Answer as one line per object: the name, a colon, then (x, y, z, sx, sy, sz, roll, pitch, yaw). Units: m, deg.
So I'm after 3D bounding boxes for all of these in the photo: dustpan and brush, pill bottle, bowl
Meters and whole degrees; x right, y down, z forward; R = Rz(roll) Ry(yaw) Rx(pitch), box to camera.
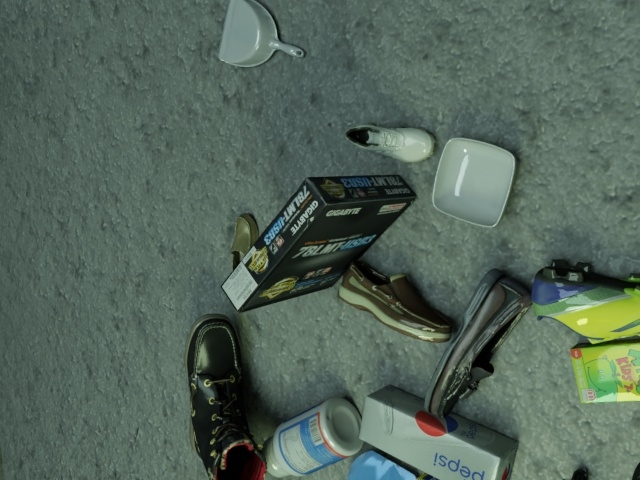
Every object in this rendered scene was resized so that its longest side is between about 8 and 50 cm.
dustpan and brush: (-0.122, -0.428, 1.522, 0.211, 0.060, 0.147, 32, 116, 37)
pill bottle: (-0.023, 0.426, 1.510, 0.221, 0.124, 0.124, -35, 75, 36)
bowl: (0.277, -0.105, 1.254, 0.142, 0.053, 0.142, 23, 110, 33)

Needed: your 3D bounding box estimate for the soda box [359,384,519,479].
soda box: (0.216, 0.375, 1.340, 0.286, 0.091, 0.098, 19, 107, 34)

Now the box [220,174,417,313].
box: (0.000, 0.000, 1.327, 0.293, 0.295, 0.073, -47, 68, 31)

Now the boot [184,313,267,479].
boot: (-0.211, 0.380, 1.565, 0.284, 0.138, 0.378, -139, 52, -61)

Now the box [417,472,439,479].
box: (0.219, 0.537, 1.380, 0.054, 0.059, 0.169, 9, 101, 38)

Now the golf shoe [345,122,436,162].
golf shoe: (0.127, -0.184, 1.339, 0.176, 0.086, 0.069, 11, 101, 34)

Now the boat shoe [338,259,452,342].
boat shoe: (0.142, 0.108, 1.361, 0.257, 0.095, 0.095, 23, 106, 33)

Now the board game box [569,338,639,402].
board game box: (0.500, 0.205, 1.131, 0.181, 0.043, 0.092, -13, 88, 38)

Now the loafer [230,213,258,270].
loafer: (-0.174, 0.013, 1.615, 0.056, 0.050, 0.148, 1, 97, 37)

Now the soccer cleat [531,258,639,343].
soccer cleat: (0.473, 0.115, 1.118, 0.289, 0.093, 0.121, 15, 115, 36)

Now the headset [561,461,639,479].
headset: (0.543, 0.386, 1.052, 0.394, 0.185, 0.243, -26, 109, 36)

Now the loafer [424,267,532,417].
loafer: (0.279, 0.200, 1.265, 0.095, 0.109, 0.303, 30, 110, 26)

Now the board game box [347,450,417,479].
board game box: (0.136, 0.507, 1.459, 0.168, 0.033, 0.133, 23, 104, 28)
